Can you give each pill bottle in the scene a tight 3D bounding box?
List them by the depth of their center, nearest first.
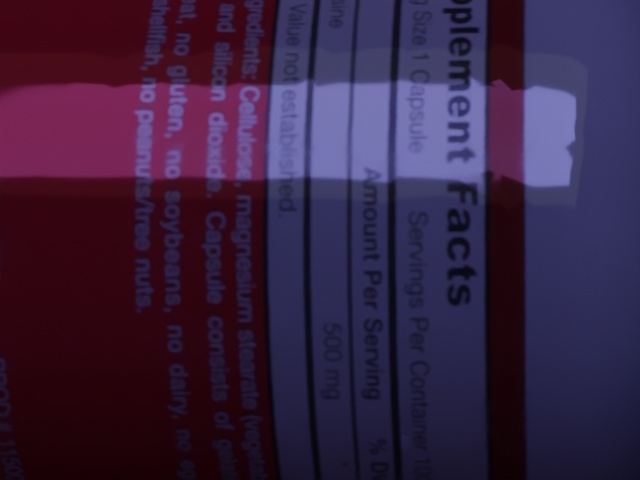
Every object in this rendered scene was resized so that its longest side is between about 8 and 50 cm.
[{"bbox_3d":[0.000,0.000,0.724,0.407,0.229,0.229,0,55,6],"label":"pill bottle"}]
